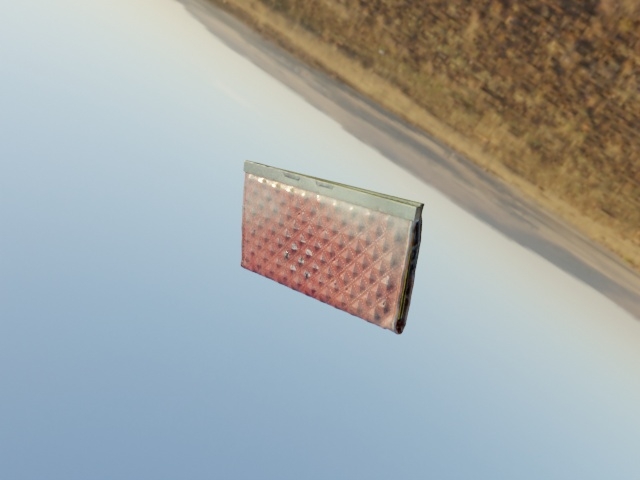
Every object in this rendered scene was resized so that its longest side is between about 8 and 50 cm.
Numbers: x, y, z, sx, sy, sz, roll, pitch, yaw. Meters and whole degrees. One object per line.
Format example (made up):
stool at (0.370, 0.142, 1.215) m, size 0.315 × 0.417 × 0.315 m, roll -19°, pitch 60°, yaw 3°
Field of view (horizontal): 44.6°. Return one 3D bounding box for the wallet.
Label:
wallet at (0.000, 0.000, 0.644) m, size 0.020 × 0.103 × 0.196 m, roll -7°, pitch -162°, yaw -45°
